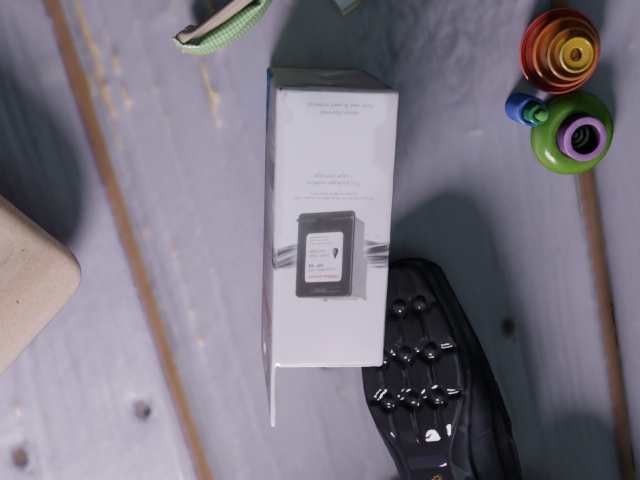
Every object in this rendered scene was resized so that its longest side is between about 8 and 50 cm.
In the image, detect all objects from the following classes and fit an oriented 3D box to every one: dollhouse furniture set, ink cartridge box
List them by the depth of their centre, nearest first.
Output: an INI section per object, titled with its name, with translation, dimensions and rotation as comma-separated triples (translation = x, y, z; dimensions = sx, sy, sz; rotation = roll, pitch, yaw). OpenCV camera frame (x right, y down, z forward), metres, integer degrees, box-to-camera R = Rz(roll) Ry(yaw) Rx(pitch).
[dollhouse furniture set]
translation = -0.002, -0.128, 0.443
dimensions = 0.151, 0.076, 0.058
rotation = -37, 106, 5
[ink cartridge box]
translation = 0.000, 0.000, 0.467
dimensions = 0.060, 0.104, 0.180
rotation = 0, 107, -7

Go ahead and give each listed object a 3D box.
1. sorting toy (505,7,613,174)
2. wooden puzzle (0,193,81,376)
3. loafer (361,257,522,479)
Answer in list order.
[sorting toy]
translation = 0.142, -0.081, 0.489
dimensions = 0.061, 0.042, 0.102
rotation = -19, 108, 0
[wooden puzzle]
translation = -0.354, 0.026, 0.420
dimensions = 0.322, 0.080, 0.348
rotation = -49, 115, -5
[loafer]
translation = 0.081, 0.117, 0.530
dimensions = 0.076, 0.078, 0.223
rotation = -13, 94, 31
